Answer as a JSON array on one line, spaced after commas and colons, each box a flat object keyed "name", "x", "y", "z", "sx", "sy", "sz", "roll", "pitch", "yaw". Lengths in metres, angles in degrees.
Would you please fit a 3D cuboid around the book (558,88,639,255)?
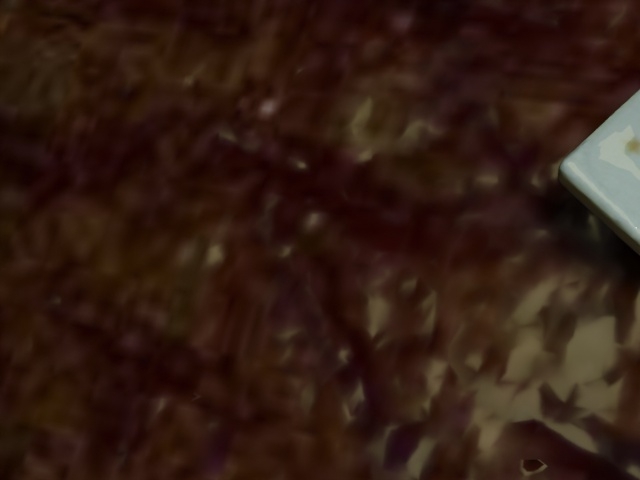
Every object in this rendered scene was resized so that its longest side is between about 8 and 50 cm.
[{"name": "book", "x": 0.245, "y": -0.049, "z": 0.396, "sx": 0.295, "sy": 0.020, "sz": 0.208, "roll": -42, "pitch": 70, "yaw": -7}]

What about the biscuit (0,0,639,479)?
[{"name": "biscuit", "x": 0.000, "y": 0.000, "z": 0.527, "sx": 0.407, "sy": 0.091, "sz": 0.407, "roll": -11, "pitch": 63, "yaw": 21}]
